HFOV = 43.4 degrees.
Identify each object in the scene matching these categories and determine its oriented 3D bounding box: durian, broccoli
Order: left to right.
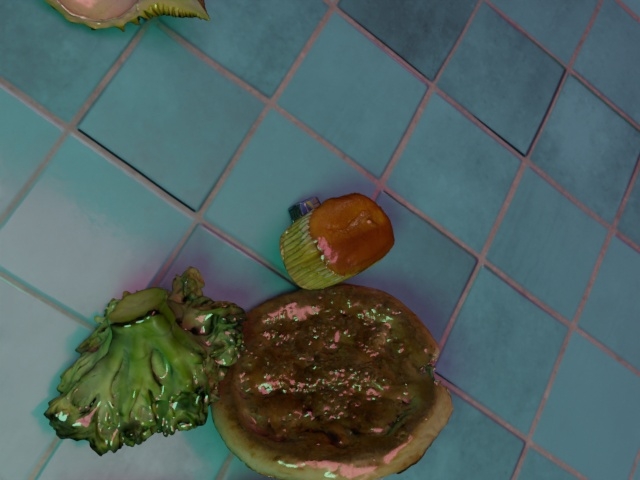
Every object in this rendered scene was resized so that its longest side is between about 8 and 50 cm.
[{"bbox_3d":[-0.318,-0.447,1.299,0.305,0.185,0.196,15,47,-14],"label":"durian"},{"bbox_3d":[-0.252,0.149,1.139,0.248,0.245,0.288,14,45,17],"label":"broccoli"}]

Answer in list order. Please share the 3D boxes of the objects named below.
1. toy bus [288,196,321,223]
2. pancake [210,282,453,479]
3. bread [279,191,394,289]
[{"bbox_3d":[0.000,0.000,1.396,0.061,0.051,0.153,-29,92,-32],"label":"toy bus"},{"bbox_3d":[0.022,0.210,1.254,0.382,0.071,0.382,1,47,-2],"label":"pancake"},{"bbox_3d":[0.033,-0.002,1.323,0.190,0.114,0.132,-28,88,-46],"label":"bread"}]
